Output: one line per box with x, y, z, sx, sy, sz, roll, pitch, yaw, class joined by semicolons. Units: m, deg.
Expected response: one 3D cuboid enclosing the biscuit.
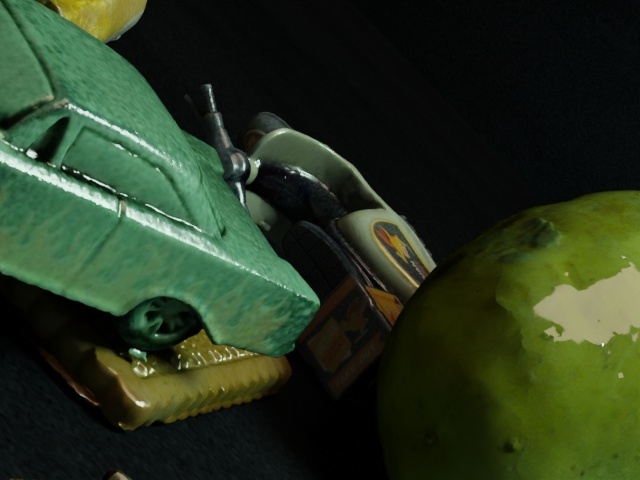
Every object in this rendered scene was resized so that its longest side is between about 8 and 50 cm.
-0.107;0.021;0.955;0.172;0.029;0.254;47;13;11;biscuit

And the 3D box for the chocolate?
-0.173;-0.165;1.256;0.085;0.085;0.219;43;12;-6;chocolate

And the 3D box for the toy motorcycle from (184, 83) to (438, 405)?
0.000;0.000;1.239;0.157;0.091;0.263;18;30;-55;toy motorcycle

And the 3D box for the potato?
0.159;0.080;1.098;0.216;0.216;0.304;48;32;20;potato

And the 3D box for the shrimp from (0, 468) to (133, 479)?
-0.087;0.135;0.569;0.154;0.062;0.294;57;15;3;shrimp

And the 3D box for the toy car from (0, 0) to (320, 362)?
-0.131;-0.045;0.809;0.320;0.097;0.141;25;23;-48;toy car
